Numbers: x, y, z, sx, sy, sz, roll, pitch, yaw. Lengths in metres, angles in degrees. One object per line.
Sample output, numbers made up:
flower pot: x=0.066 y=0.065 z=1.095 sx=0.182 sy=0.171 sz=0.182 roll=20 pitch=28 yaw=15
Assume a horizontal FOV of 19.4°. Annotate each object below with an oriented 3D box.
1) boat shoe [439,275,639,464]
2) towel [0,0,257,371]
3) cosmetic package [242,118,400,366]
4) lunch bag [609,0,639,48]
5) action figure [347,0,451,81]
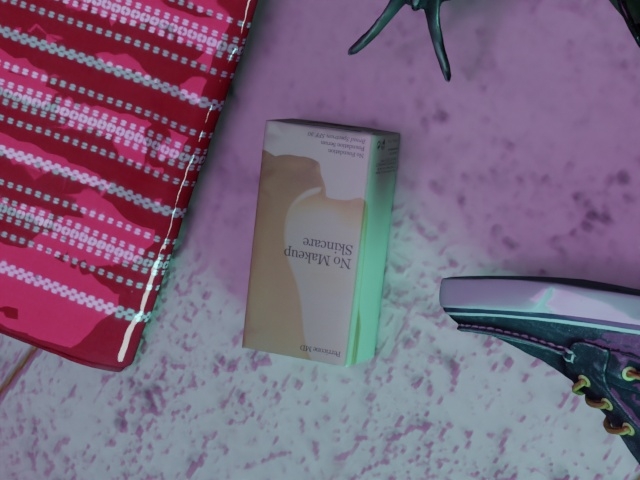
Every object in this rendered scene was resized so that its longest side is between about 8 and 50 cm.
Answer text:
boat shoe: x=0.138 y=0.064 z=0.852 sx=0.183 sy=0.065 sz=0.083 roll=8 pitch=93 yaw=19
towel: x=-0.148 y=-0.082 z=0.938 sx=0.199 sy=0.031 sz=0.274 roll=21 pitch=108 yaw=2
cosmetic package: x=0.000 y=0.000 z=0.916 sx=0.060 sy=0.041 sz=0.115 roll=8 pitch=97 yaw=21
lunch bag: x=0.282 y=-0.071 z=0.709 sx=0.305 sy=0.212 sz=0.256 roll=-25 pitch=68 yaw=19
action figure: x=0.066 y=-0.207 z=0.823 sx=0.164 sy=0.141 sz=0.275 roll=16 pitch=99 yaw=8
